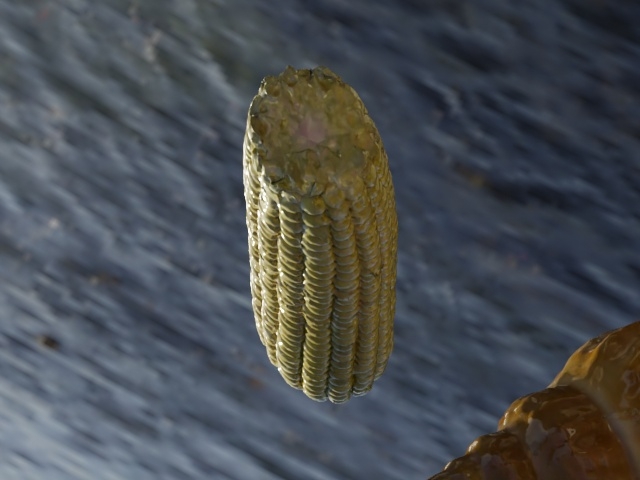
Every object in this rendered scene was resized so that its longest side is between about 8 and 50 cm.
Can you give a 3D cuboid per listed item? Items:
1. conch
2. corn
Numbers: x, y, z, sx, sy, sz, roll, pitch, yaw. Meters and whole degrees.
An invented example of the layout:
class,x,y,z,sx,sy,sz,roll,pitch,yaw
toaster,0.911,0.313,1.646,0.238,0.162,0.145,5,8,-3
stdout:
class,x,y,z,sx,sy,sz,roll,pitch,yaw
conch,0.183,0.029,0.630,0.093,0.330,0.109,21,126,66
corn,0.000,0.000,0.785,0.063,0.085,0.165,2,150,3
